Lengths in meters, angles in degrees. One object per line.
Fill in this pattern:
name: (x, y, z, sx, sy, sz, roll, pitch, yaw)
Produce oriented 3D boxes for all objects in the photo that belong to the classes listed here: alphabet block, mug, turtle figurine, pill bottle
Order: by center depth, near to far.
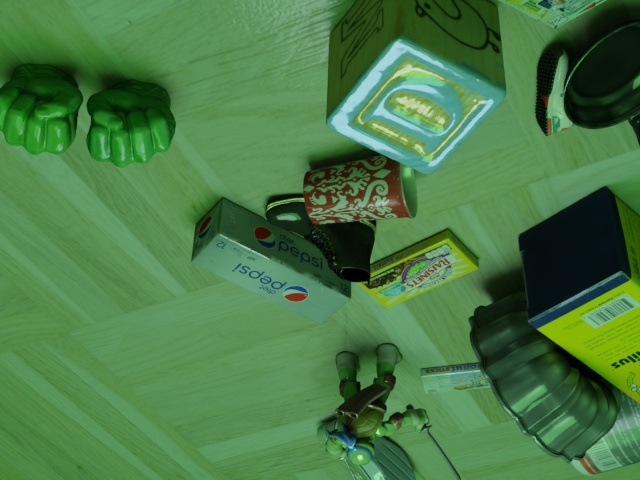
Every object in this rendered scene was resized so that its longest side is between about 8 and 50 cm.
alphabet block: (0.132, -0.248, 1.625, 0.192, 0.197, 0.193, 24, 134, -23)
mug: (0.070, -0.069, 1.894, 0.169, 0.113, 0.150, -8, 136, 16)
pill bottle: (0.647, 0.311, 2.215, 0.362, 0.210, 0.210, -22, 133, 24)
turtle figurine: (0.108, 0.357, 2.247, 0.274, 0.266, 0.198, 27, 133, -25)

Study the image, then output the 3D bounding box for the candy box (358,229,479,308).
candy box: (0.175, 0.055, 2.087, 0.205, 0.027, 0.105, -26, 134, 28)

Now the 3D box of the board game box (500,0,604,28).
board game box: (0.380, -0.392, 1.483, 0.317, 0.046, 0.213, -27, 158, 35)

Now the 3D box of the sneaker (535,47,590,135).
sneaker: (0.374, -0.233, 1.747, 0.075, 0.057, 0.161, -14, 137, -8)

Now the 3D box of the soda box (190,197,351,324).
soda box: (-0.084, 0.040, 2.034, 0.286, 0.091, 0.098, 27, 131, -25)

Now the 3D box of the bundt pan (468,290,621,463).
bundt pan: (0.417, 0.223, 2.053, 0.330, 0.331, 0.124, 34, 121, -30)

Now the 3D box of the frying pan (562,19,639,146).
frying pan: (0.484, -0.233, 1.728, 0.326, 0.053, 0.197, 17, 124, -43)

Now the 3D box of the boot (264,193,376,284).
boot: (0.000, 0.000, 1.951, 0.197, 0.137, 0.077, 8, 138, -6)

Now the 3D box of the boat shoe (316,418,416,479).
boat shoe: (0.107, 0.482, 2.527, 0.094, 0.109, 0.302, -12, 129, 38)

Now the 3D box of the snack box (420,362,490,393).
snack box: (0.296, 0.279, 2.334, 0.178, 0.022, 0.064, -7, 136, 11)

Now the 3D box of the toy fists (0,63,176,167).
toy fists: (-0.361, -0.190, 1.752, 0.279, 0.142, 0.096, 9, 138, -8)

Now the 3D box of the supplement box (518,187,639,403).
supplement box: (0.535, 0.108, 2.004, 0.356, 0.194, 0.195, 35, 129, -30)
